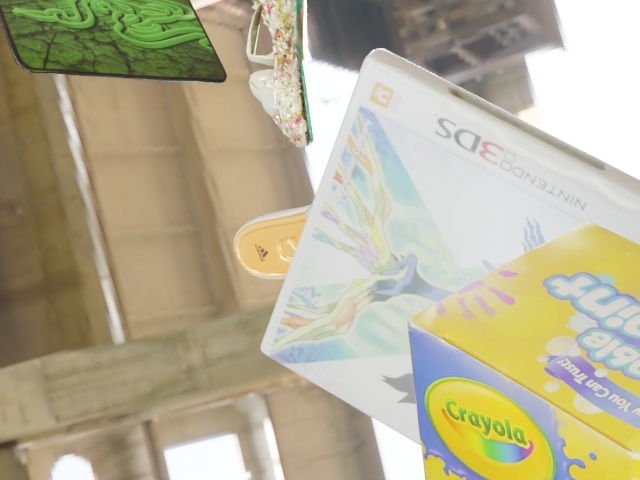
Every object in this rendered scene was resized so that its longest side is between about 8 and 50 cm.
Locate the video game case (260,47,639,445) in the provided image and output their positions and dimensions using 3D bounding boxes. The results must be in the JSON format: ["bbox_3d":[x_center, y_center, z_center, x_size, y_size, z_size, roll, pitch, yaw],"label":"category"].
[{"bbox_3d":[0.121,0.040,1.260,0.036,0.300,0.329,-39,-26,-55],"label":"video game case"}]

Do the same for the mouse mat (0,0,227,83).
[{"bbox_3d":[-0.183,-0.187,1.212,0.189,0.007,0.152,0,-134,-33],"label":"mouse mat"}]

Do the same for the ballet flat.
[{"bbox_3d":[-0.049,-0.211,1.730,0.091,0.077,0.241,79,-174,-60],"label":"ballet flat"}]

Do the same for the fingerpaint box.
[{"bbox_3d":[0.263,0.245,0.803,0.163,0.445,0.371,-26,-56,-27],"label":"fingerpaint box"}]

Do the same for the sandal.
[{"bbox_3d":[0.004,0.010,1.523,0.076,0.265,0.102,-42,-68,-51],"label":"sandal"}]
